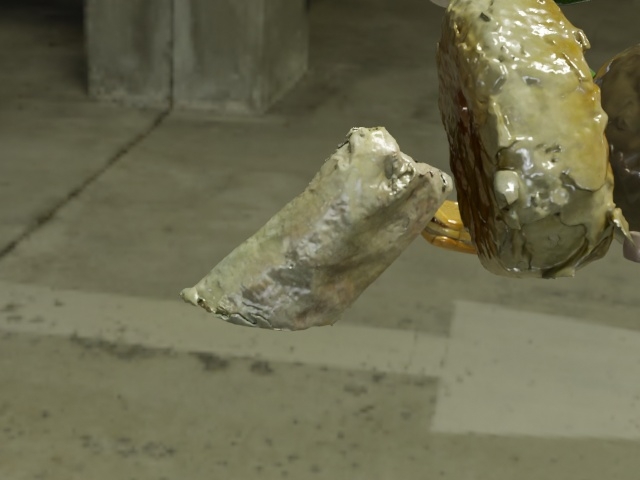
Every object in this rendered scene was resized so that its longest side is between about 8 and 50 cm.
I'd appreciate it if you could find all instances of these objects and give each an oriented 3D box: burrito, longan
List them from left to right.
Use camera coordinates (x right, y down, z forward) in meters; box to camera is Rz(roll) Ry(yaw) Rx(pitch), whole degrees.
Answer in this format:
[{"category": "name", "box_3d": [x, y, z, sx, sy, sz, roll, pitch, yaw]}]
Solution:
[{"category": "burrito", "box_3d": [0.008, 0.009, 1.563, 0.348, 0.175, 0.107, -43, 19, 5]}, {"category": "longan", "box_3d": [0.605, -0.156, 2.065, 0.391, 0.391, 0.391, 3, 20, -1]}]

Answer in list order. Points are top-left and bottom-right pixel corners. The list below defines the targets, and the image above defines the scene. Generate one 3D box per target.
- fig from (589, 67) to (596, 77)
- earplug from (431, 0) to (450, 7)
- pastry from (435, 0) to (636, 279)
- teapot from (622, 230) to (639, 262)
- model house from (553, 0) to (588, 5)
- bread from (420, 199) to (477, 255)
[{"category": "fig", "box_3d": [0.436, -0.266, 2.350, 0.191, 0.181, 0.181, 0, 17, 25]}, {"category": "earplug", "box_3d": [0.224, -0.441, 1.980, 0.172, 0.172, 0.301, 1, 3, -4]}, {"category": "pastry", "box_3d": [0.203, -0.111, 1.264, 0.136, 0.329, 0.329, -11, 21, -2]}, {"category": "teapot", "box_3d": [0.569, 0.026, 1.692, 0.300, 0.253, 0.344, 9, 3, 17]}, {"category": "model house", "box_3d": [0.370, -0.371, 1.567, 0.167, 0.117, 0.088, 0, -26, 22]}, {"category": "bread", "box_3d": [0.272, -0.019, 2.235, 0.200, 0.077, 0.116, 9, 15, -29]}]
